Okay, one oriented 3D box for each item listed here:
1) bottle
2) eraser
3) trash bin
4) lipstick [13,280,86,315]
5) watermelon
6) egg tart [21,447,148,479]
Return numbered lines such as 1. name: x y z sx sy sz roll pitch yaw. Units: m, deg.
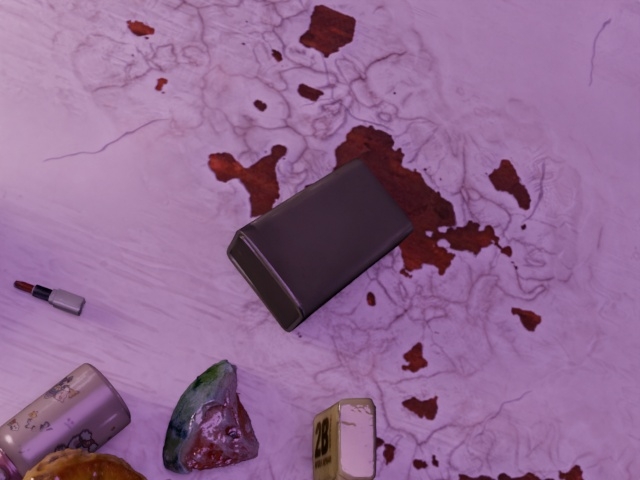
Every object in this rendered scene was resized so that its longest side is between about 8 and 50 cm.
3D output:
1. bottle: -0.381 0.278 1.431 0.233 0.110 0.110 -38 85 -23
2. eraser: 0.032 0.295 1.501 0.058 0.172 0.117 5 72 -12
3. trash bin: 0.000 0.000 1.619 0.240 0.122 0.164 -37 84 -24
4. lipstick: -0.400 0.080 1.535 0.107 0.025 0.025 21 67 -1
5. watermelon: -0.143 0.267 1.523 0.139 0.071 0.187 31 67 -8
6. egg tart: -0.318 0.416 1.362 0.295 0.116 0.294 34 45 -42
